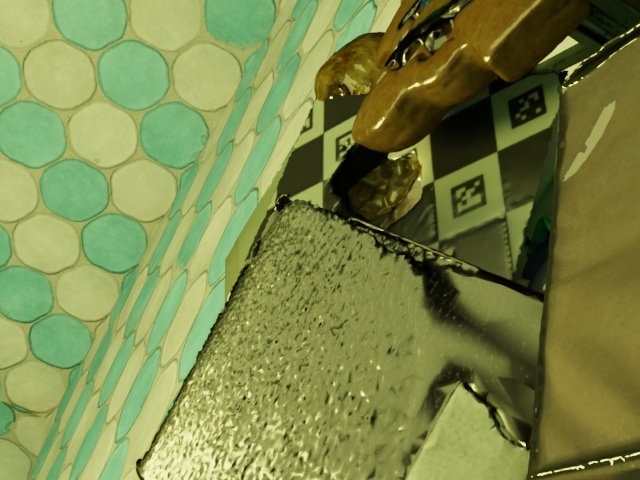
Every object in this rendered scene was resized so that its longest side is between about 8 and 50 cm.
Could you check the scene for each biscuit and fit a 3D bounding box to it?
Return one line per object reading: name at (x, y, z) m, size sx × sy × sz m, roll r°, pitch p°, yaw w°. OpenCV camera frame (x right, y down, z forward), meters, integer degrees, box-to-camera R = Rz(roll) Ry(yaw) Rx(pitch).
biscuit at (0.115, -0.192, 0.608) m, size 0.278 × 0.043 × 0.301 m, roll -46°, pitch 21°, yaw 22°

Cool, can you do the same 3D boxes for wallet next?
wallet at (0.012, 0.101, 0.514) m, size 0.262 × 0.071 × 0.221 m, roll 24°, pitch 82°, yaw 44°

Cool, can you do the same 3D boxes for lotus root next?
lotus root at (0.067, -0.205, 1.156) m, size 0.145 × 0.128 × 0.260 m, roll -52°, pitch 19°, yaw 2°

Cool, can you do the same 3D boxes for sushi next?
sushi at (0.042, 0.026, 0.622) m, size 0.264 × 0.050 × 0.290 m, roll 3°, pitch 66°, yaw 47°

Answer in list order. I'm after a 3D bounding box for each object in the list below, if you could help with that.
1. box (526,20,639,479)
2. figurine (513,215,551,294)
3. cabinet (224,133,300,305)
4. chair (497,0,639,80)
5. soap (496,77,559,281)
box at (0.209, 0.003, 0.378) m, size 0.188 × 0.153 × 0.252 m, roll -40°, pitch 29°, yaw 54°
figurine at (0.159, 0.069, 0.540) m, size 0.102 × 0.111 × 0.195 m, roll -153°, pitch 83°, yaw -82°
cabinet at (0.000, 0.000, 1.013) m, size 0.206 × 0.145 × 0.150 m, roll -57°, pitch 18°, yaw 20°
chair at (0.237, -0.195, 0.616) m, size 0.147 × 0.136 × 0.270 m, roll -66°, pitch 16°, yaw -10°
soap at (0.097, 0.049, 0.703) m, size 0.347 × 0.115 × 0.208 m, roll -60°, pitch 17°, yaw 12°
